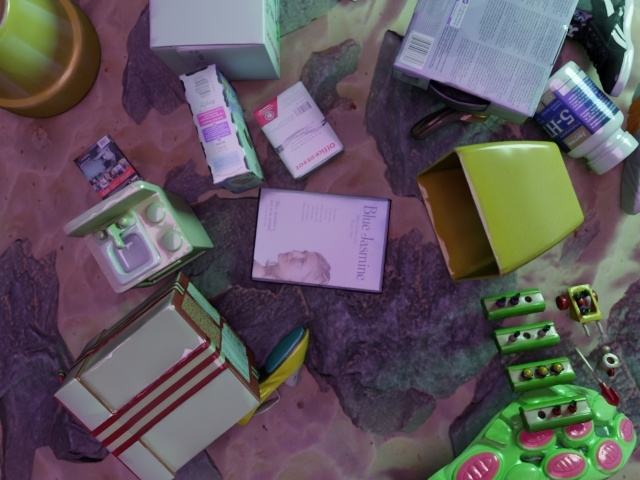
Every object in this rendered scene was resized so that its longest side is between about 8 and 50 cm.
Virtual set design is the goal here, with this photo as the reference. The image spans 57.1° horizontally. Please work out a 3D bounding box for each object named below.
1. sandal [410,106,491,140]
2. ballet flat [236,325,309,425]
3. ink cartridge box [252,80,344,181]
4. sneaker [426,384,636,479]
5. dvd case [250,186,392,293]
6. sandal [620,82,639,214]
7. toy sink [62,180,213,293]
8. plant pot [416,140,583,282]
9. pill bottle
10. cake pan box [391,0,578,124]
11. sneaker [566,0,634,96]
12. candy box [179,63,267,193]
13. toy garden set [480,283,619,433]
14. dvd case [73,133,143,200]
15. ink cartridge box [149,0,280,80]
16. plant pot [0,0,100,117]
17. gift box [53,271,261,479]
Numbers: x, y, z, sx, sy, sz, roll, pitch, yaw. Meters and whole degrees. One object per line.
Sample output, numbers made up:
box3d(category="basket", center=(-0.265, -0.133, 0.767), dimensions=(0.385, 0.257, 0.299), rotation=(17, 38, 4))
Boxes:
box3d(category="sandal", center=(0.270, -0.233, 1.072), dimensions=(0.219, 0.090, 0.060), rotation=(-31, 103, 1))
box3d(category="ballet flat", center=(-0.088, 0.257, 1.090), dimensions=(0.231, 0.077, 0.077), rotation=(-44, 107, 4))
box3d(category="ink cartridge box", center=(-0.039, -0.200, 1.100), dimensions=(0.109, 0.063, 0.150), rotation=(-33, 87, 2))
box3d(category="sneaker", center=(0.320, 0.411, 1.011), dimensions=(0.483, 0.202, 0.185), rotation=(-26, 58, -12))
box3d(category="dvd case", center=(0.000, 0.000, 1.111), dimensions=(0.253, 0.022, 0.180), rotation=(5, 88, 4))
box3d(category="sandal", center=(0.595, -0.174, 1.044), dimensions=(0.076, 0.102, 0.265), rotation=(7, 97, 3))
box3d(category="toy sink", center=(-0.304, 0.001, 1.026), dimensions=(0.153, 0.234, 0.131), rotation=(-32, 86, 1))
box3d(category="plant pot", center=(0.311, -0.062, 1.010), dimensions=(0.187, 0.212, 0.212), rotation=(-19, 87, -10))
box3d(category="pill bottle", center=(0.462, -0.212, 1.041), dimensions=(0.112, 0.112, 0.186), rotation=(-42, 85, 2))
box3d(category="cake pan box", center=(0.276, -0.351, 0.984), dimensions=(0.246, 0.070, 0.266), rotation=(21, 89, 7))
box3d(category="sneaker", center=(0.482, -0.351, 1.049), dimensions=(0.121, 0.079, 0.216), rotation=(11, 65, 8))
box3d(category="candy box", center=(-0.170, -0.192, 1.058), dimensions=(0.070, 0.165, 0.196), rotation=(-19, 86, 4))
box3d(category="toy garden set", center=(0.412, 0.184, 1.005), dimensions=(0.204, 0.049, 0.244), rotation=(-9, 58, -5))
box3d(category="dvd case", center=(-0.414, -0.136, 1.149), dimensions=(0.087, 0.013, 0.119), rotation=(-39, 87, 2))
box3d(category="ink cartridge box", center=(-0.181, -0.443, 1.053), dimensions=(0.197, 0.198, 0.270), rotation=(-1, 89, 3))
box3d(category="plant pot", center=(-0.568, -0.370, 1.057), dimensions=(0.254, 0.239, 0.253), rotation=(0, 89, 4))
box3d(category="gift box", center=(-0.268, 0.238, 1.014), dimensions=(0.258, 0.276, 0.255), rotation=(-39, 99, -2))
